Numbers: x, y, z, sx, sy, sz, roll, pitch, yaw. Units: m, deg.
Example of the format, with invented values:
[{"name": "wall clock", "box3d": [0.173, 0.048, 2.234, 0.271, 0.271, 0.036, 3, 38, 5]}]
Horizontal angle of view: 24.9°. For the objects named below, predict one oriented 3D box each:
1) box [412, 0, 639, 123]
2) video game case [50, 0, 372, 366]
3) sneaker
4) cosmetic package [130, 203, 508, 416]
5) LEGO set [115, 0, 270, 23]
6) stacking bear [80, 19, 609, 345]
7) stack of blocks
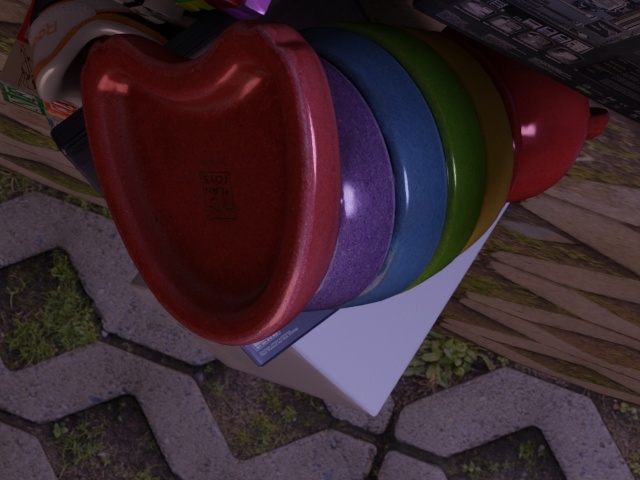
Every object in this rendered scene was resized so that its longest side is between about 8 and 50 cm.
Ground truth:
[{"name": "box", "box3d": [0.183, -0.101, 0.675, 0.233, 0.059, 0.183, 23, 171, -16]}, {"name": "video game case", "box3d": [-0.023, -0.044, 0.941, 0.026, 0.196, 0.274, 53, 180, 40]}, {"name": "sneaker", "box3d": [-0.048, -0.090, 0.996, 0.321, 0.127, 0.126, 19, 140, -14]}, {"name": "cosmetic package", "box3d": [0.000, 0.000, 1.200, 0.138, 0.224, 0.225, 43, 163, -30]}, {"name": "LEGO set", "box3d": [-0.088, -0.179, 0.798, 0.093, 0.087, 0.227, 24, 177, -21]}, {"name": "stacking bear", "box3d": [0.040, -0.056, 0.810, 0.289, 0.164, 0.175, -18, -165, -42]}, {"name": "stack of blocks", "box3d": [-0.196, -0.145, 1.315, 0.171, 0.087, 0.297, 22, 173, -5]}]
